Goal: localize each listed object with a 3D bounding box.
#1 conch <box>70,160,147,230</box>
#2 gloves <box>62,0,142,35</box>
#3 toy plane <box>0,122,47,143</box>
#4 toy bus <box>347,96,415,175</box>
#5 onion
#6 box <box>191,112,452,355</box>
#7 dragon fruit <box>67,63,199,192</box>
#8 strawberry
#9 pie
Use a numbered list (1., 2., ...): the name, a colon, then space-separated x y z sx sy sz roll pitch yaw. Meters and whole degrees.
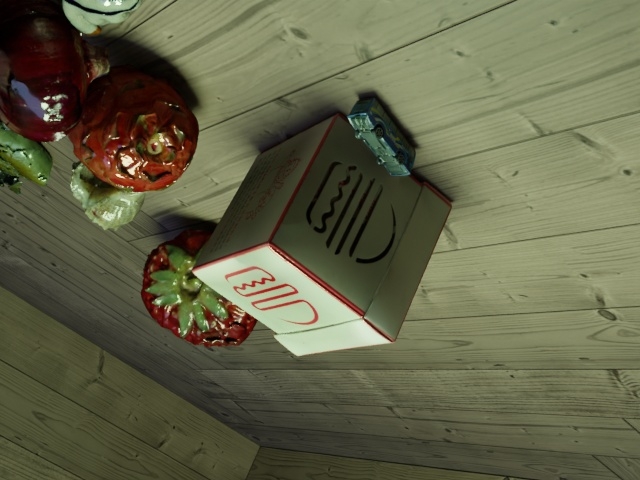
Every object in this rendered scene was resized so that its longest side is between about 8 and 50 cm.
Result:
1. conch: -0.461 -0.135 1.994 0.245 0.163 0.178 -34 141 28
2. gloves: -0.343 -0.392 1.374 0.140 0.131 0.219 10 138 -20
3. toy plane: -0.705 -0.303 1.956 0.262 0.088 0.192 35 -179 -12
4. toy bus: 0.107 -0.175 1.499 0.051 0.061 0.153 1 145 44
5. onion: -0.467 -0.298 1.505 0.219 0.252 0.252 -12 162 -17
6. box: 0.000 0.000 1.642 0.300 0.314 0.312 38 151 -21
7. dragon fruit: -0.349 -0.204 1.655 0.252 0.241 0.241 12 153 21
8. strawberry: -0.257 0.117 2.219 0.317 0.295 0.345 -4 180 19
9. pie: -0.835 -0.226 2.236 0.296 0.078 0.371 41 151 -29
